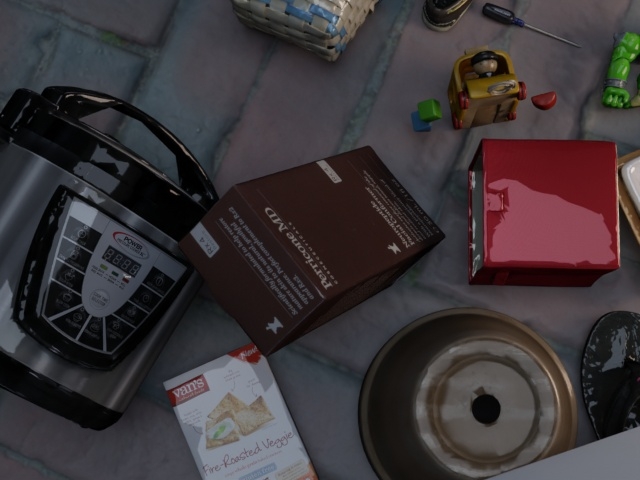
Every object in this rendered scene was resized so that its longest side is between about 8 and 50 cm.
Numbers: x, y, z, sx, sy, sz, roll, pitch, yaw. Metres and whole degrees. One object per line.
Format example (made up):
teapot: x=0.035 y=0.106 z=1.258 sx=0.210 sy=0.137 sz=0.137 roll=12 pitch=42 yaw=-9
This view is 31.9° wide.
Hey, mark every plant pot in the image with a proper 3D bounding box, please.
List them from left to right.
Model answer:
plant pot: x=0.215 y=0.240 z=1.548 sx=0.323 sy=0.280 sz=0.323 roll=0 pitch=80 yaw=1

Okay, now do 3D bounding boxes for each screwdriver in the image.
screwdriver: x=0.337 y=-0.338 z=1.787 sx=0.170 sy=0.024 sz=0.025 roll=26 pitch=51 yaw=4

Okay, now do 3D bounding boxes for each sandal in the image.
sandal: x=0.481 y=0.317 z=1.611 sx=0.167 sy=0.107 sz=0.446 roll=-6 pitch=80 yaw=1

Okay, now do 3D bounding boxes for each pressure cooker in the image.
pressure cooker: x=-0.345 y=0.004 z=1.564 sx=0.375 sy=0.370 sz=0.420 roll=29 pitch=80 yaw=14

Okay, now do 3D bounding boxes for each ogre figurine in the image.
ogre figurine: x=0.528 y=-0.270 z=1.732 sx=0.197 sy=0.097 sz=0.118 roll=-7 pitch=90 yaw=12

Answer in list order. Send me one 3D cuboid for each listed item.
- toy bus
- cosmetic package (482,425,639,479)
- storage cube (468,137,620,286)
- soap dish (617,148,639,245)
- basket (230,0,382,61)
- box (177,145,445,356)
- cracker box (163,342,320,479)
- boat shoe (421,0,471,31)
toy bus: x=0.245 y=-0.239 z=1.689 sx=0.202 sy=0.191 sz=0.104 roll=-21 pitch=74 yaw=42
cosmetic package: x=0.414 y=0.344 z=1.442 sx=0.377 sy=0.284 sz=0.097 roll=-19 pitch=52 yaw=2
storage cube: x=0.322 y=-0.039 z=1.646 sx=0.193 sy=0.183 sz=0.215 roll=2 pitch=79 yaw=1
soap dish: x=0.595 y=-0.060 z=1.676 sx=0.291 sy=0.118 sz=0.229 roll=-22 pitch=79 yaw=-2
basket: x=-0.008 y=-0.447 z=1.724 sx=0.255 sy=0.201 sz=0.289 roll=25 pitch=86 yaw=9
box: x=0.000 y=0.000 z=1.549 sx=0.191 sy=0.381 sz=0.143 roll=51 pitch=122 yaw=9
cracker box: x=-0.116 y=0.285 z=1.654 sx=0.156 sy=0.067 sz=0.232 roll=-24 pitch=79 yaw=-4
boat shoe: x=0.240 y=-0.438 z=1.784 sx=0.081 sy=0.068 sz=0.228 roll=30 pitch=81 yaw=7
